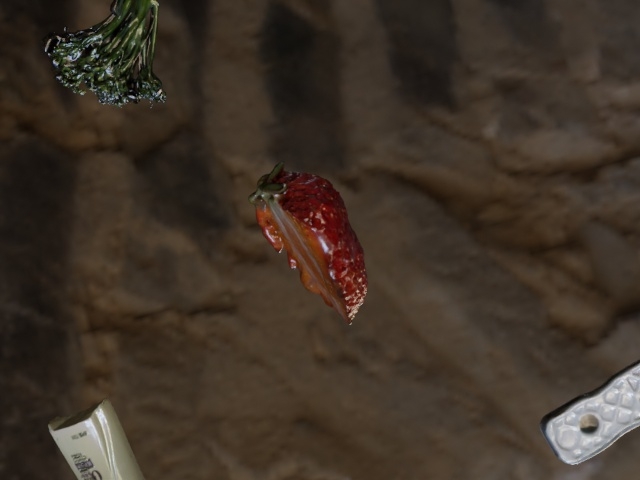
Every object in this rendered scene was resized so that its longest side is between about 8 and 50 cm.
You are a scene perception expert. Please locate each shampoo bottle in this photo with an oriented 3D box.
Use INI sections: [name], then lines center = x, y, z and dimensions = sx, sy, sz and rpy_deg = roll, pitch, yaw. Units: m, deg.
[shampoo bottle]
center = -0.139, 0.179, 1.250
dimensions = 0.141, 0.049, 0.034
rpy_deg = 63, -166, -12

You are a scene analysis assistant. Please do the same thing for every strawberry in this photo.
[strawberry]
center = 0.000, 0.000, 1.862
dimensions = 0.187, 0.082, 0.146
rpy_deg = 60, 171, -8

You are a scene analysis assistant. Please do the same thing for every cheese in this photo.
[cheese]
center = 0.279, 0.101, 1.374
dimensions = 0.127, 0.235, 0.050
rpy_deg = 58, 177, 2

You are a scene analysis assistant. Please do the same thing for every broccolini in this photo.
[broccolini]
center = -0.223, -0.266, 1.781
dimensions = 0.062, 0.123, 0.271
rpy_deg = -164, 71, -72
